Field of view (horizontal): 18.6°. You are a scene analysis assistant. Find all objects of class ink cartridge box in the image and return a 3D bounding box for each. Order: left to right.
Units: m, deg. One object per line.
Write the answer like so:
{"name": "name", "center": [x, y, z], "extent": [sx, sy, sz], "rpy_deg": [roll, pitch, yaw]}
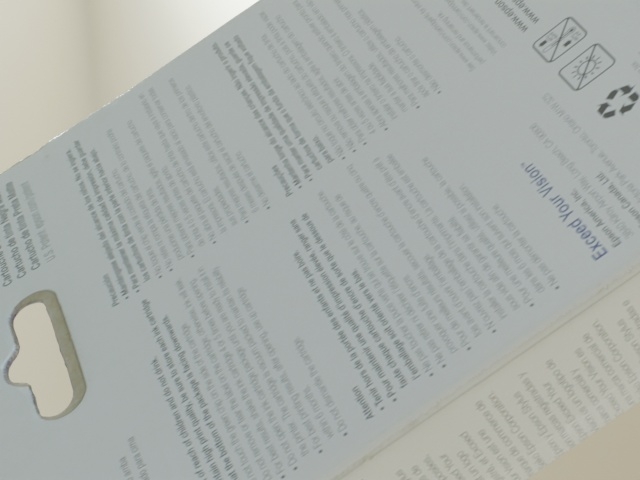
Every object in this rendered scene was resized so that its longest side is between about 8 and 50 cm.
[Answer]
{"name": "ink cartridge box", "center": [0.000, 0.000, 0.550], "extent": [0.045, 0.224, 0.223], "rpy_deg": [56, -177, -34]}
